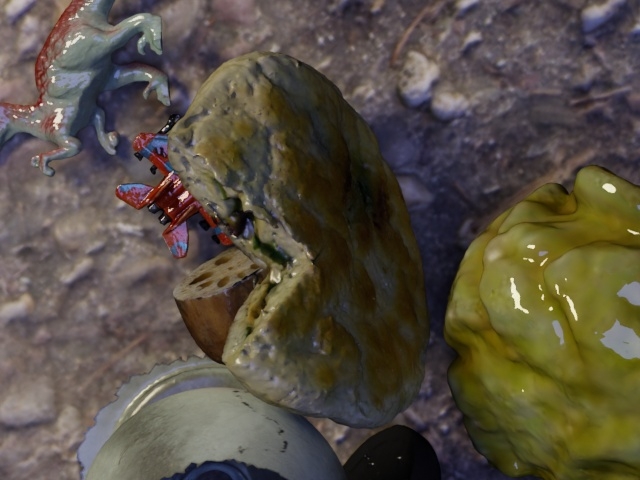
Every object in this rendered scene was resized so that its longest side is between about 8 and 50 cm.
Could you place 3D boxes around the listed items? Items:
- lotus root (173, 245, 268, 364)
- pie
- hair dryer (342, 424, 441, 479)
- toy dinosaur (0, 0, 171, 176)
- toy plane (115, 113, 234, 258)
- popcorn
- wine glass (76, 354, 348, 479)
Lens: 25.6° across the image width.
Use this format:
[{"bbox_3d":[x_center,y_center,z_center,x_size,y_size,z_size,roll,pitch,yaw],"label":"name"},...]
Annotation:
[{"bbox_3d":[-0.066,0.049,1.248,0.122,0.112,0.081,-32,115,-19],"label":"lotus root"},{"bbox_3d":[0.000,0.000,1.173,0.075,0.337,0.337,-18,99,33],"label":"pie"},{"bbox_3d":[0.191,0.268,1.232,0.320,0.284,0.155,28,48,-11],"label":"hair dryer"},{"bbox_3d":[-0.208,-0.172,1.235,0.167,0.053,0.242,12,103,0],"label":"toy dinosaur"},{"bbox_3d":[-0.087,-0.076,1.258,0.189,0.061,0.130,-43,97,-5],"label":"toy plane"},{"bbox_3d":[0.263,0.108,1.200,0.334,0.292,0.293,27,97,-3],"label":"popcorn"},{"bbox_3d":[-0.092,0.224,1.157,0.238,0.323,0.238,0,93,-6],"label":"wine glass"}]
